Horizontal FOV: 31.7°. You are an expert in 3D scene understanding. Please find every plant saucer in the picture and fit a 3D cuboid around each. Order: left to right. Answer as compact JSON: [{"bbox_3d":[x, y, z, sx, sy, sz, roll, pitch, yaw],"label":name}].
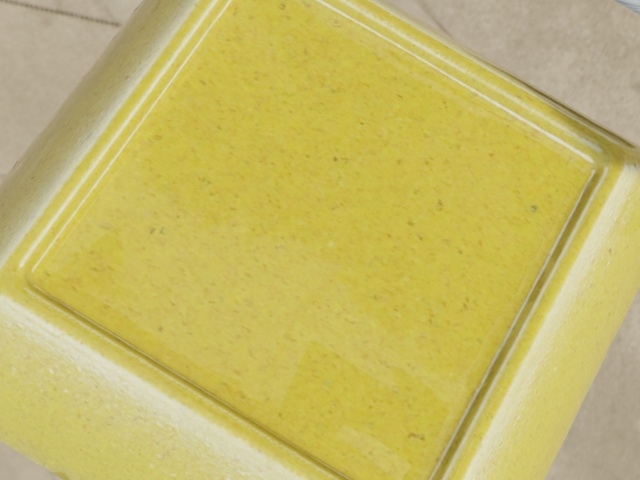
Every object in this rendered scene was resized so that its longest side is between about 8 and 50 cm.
[{"bbox_3d":[0.000,0.000,0.583,0.333,0.333,0.081,31,158,3],"label":"plant saucer"}]

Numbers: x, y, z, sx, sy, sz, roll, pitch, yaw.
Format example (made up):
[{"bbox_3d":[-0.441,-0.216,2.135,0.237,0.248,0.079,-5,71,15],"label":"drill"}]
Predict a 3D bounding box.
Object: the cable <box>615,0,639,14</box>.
[{"bbox_3d":[0.355,-0.333,1.052,0.257,0.089,0.257,-11,75,45],"label":"cable"}]
